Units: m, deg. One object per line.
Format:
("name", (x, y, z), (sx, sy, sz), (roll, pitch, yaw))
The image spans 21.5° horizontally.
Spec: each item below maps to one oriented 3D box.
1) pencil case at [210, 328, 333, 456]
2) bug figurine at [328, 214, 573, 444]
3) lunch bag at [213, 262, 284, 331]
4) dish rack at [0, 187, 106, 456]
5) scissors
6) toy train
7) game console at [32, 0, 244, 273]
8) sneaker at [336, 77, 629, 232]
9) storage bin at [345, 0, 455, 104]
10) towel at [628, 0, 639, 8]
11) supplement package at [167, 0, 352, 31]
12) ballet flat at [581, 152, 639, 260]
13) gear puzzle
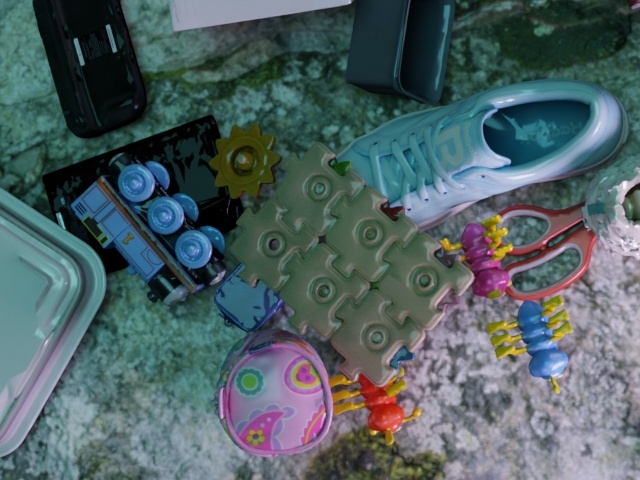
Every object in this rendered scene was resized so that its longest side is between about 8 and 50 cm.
("pencil case", (-0.052, 0.155, 1.754), (0.124, 0.284, 0.124), (0, 90, -2))
("bug figurine", (0.137, 0.093, 1.827), (0.279, 0.072, 0.216), (-20, 70, 18))
("lunch bag", (-0.074, 0.058, 1.886), (0.067, 0.065, 0.098), (44, 88, 1))
("dish rack", (-0.439, 0.064, 1.934), (0.333, 0.072, 0.285), (32, 96, 13))
("scissors", (0.325, -0.031, 1.849), (0.297, 0.021, 0.109), (-24, 75, 5))
("toy train", (-0.187, -0.009, 1.876), (0.105, 0.080, 0.184), (-42, 85, 14))
("game console", (-0.234, -0.152, 1.962), (0.213, 0.044, 0.361), (-19, 80, 7))
("sneaker", (0.146, -0.101, 1.821), (0.366, 0.150, 0.135), (-20, 77, 11))
("storage bin", (0.088, -0.222, 1.893), (0.091, 0.098, 0.135), (4, 81, 39))
("towel", (0.434, -0.437, 1.881), (0.237, 0.037, 0.329), (-9, 80, 10))
("supplement package", (-0.071, -0.351, 1.874), (0.203, 0.149, 0.194), (-8, 106, 10))
("ballet flat", (0.479, -0.059, 1.755), (0.409, 0.147, 0.147), (-14, 79, 5))
("gear puzzle", (0.000, 0.000, 1.828), (0.339, 0.044, 0.175), (42, 98, 21))
